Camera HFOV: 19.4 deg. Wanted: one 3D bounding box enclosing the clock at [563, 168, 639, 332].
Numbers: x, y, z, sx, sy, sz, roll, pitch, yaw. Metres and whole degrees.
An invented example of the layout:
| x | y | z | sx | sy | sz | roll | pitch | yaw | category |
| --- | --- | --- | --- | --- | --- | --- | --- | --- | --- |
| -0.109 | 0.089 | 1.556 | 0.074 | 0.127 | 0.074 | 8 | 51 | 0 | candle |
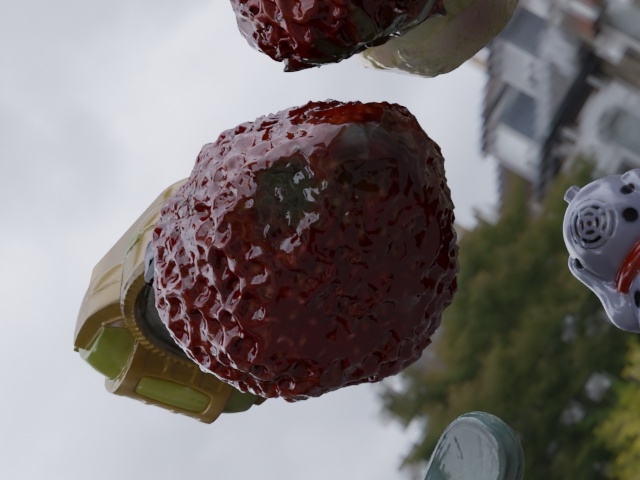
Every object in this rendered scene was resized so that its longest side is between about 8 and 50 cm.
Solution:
| x | y | z | sx | sy | sz | roll | pitch | yaw | category |
| --- | --- | --- | --- | --- | --- | --- | --- | --- | --- |
| 0.332 | 0.029 | 1.759 | 0.189 | 0.254 | 0.189 | -31 | -37 | -26 | clock |

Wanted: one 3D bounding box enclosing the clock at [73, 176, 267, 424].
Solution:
| x | y | z | sx | sy | sz | roll | pitch | yaw | category |
| --- | --- | --- | --- | --- | --- | --- | --- | --- | --- |
| -0.122 | 0.054 | 2.084 | 0.317 | 0.244 | 0.200 | 129 | 151 | -47 | clock |

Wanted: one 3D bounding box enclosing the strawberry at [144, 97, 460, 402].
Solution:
| x | y | z | sx | sy | sz | roll | pitch | yaw | category |
| --- | --- | --- | --- | --- | --- | --- | --- | --- | --- |
| -0.002 | 0.011 | 1.682 | 0.292 | 0.292 | 0.310 | -57 | 17 | -4 | strawberry |

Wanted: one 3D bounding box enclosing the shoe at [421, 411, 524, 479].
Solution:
| x | y | z | sx | sy | sz | roll | pitch | yaw | category |
| --- | --- | --- | --- | --- | --- | --- | --- | --- | --- |
| 0.100 | 0.195 | 1.290 | 0.078 | 0.079 | 0.195 | -12 | -46 | -39 | shoe |

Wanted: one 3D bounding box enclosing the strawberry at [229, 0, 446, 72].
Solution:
| x | y | z | sx | sy | sz | roll | pitch | yaw | category |
| --- | --- | --- | --- | --- | --- | --- | --- | --- | --- |
| -0.010 | -0.273 | 1.608 | 0.205 | 0.244 | 0.205 | -26 | 0 | 0 | strawberry |

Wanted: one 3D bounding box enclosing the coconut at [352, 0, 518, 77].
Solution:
| x | y | z | sx | sy | sz | roll | pitch | yaw | category |
| --- | --- | --- | --- | --- | --- | --- | --- | --- | --- |
| 0.084 | -0.310 | 2.009 | 0.259 | 0.259 | 0.259 | -51 | -18 | -23 | coconut |
